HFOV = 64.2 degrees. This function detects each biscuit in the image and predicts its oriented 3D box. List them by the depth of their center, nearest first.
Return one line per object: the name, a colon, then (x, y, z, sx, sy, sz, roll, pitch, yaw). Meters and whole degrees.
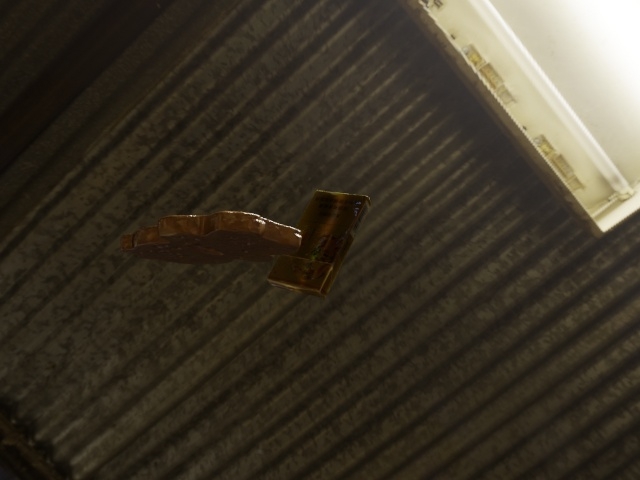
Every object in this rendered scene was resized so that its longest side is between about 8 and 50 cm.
biscuit: (-0.106, 0.000, 0.501, 0.133, 0.184, 0.027, 12, -107, -39)

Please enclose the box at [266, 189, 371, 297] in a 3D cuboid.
box: (0.000, 0.000, 0.678, 0.089, 0.022, 0.156, 10, -122, 35)
